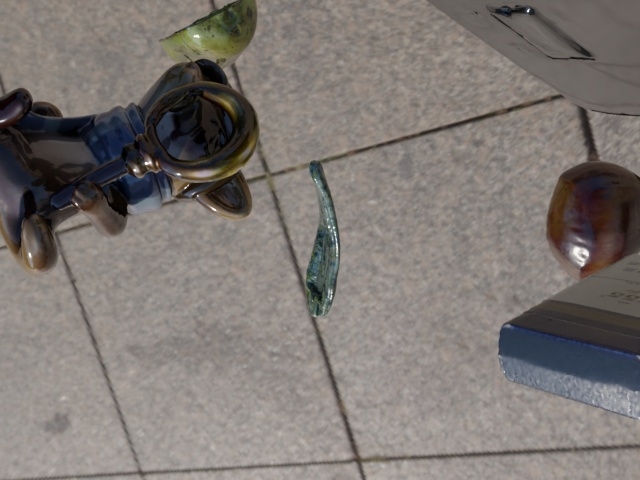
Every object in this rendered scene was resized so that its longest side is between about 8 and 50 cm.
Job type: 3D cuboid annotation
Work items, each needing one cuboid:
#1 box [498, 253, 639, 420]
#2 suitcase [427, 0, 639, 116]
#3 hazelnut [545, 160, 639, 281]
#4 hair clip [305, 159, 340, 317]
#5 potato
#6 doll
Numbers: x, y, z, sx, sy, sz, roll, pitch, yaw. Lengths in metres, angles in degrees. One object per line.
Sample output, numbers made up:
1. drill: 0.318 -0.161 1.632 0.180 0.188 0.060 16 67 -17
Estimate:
1. box: 0.327 0.089 0.909 0.168 0.259 0.071 12 116 48
2. suitcase: 0.221 -0.215 0.651 0.339 0.345 0.188 19 86 61
3. hazelnut: 0.446 -0.031 1.409 0.177 0.178 0.204 7 123 26
4. hair clip: 0.002 0.000 1.071 0.066 0.036 0.229 -120 24 -48
5. potato: -0.212 -0.391 1.741 0.271 0.160 0.111 3 126 57
6. doll: -0.250 -0.111 1.044 0.318 0.339 0.209 -125 30 -45
